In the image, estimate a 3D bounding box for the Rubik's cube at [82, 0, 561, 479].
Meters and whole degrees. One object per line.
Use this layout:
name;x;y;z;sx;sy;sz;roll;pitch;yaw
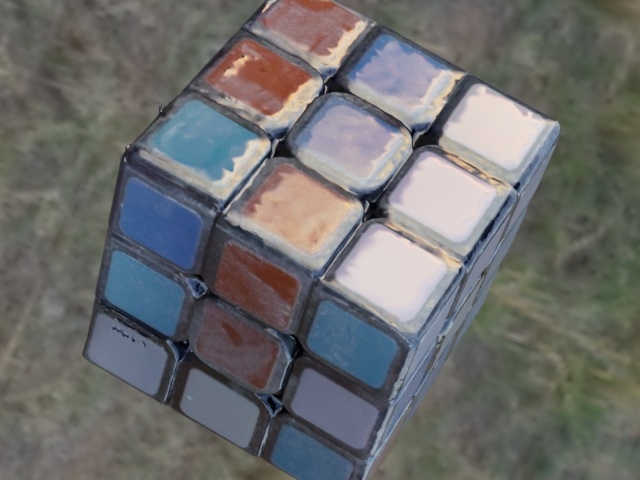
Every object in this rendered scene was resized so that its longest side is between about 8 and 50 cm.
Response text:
Rubik's cube;0.000;0.000;2.028;0.362;0.359;0.363;-50;169;-40
